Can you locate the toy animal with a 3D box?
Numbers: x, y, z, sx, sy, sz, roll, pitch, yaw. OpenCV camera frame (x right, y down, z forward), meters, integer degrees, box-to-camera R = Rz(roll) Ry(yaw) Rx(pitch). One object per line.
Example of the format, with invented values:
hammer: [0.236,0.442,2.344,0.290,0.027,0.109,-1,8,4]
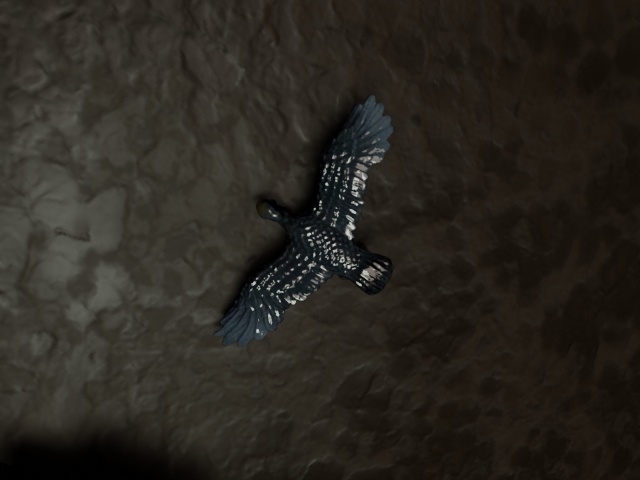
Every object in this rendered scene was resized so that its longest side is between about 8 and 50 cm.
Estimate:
toy animal: [0.000,0.000,0.361,0.107,0.062,0.220,34,94,-22]

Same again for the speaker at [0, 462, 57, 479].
speaker: [-0.111,0.299,0.365,0.329,0.198,0.259,24,132,-7]
